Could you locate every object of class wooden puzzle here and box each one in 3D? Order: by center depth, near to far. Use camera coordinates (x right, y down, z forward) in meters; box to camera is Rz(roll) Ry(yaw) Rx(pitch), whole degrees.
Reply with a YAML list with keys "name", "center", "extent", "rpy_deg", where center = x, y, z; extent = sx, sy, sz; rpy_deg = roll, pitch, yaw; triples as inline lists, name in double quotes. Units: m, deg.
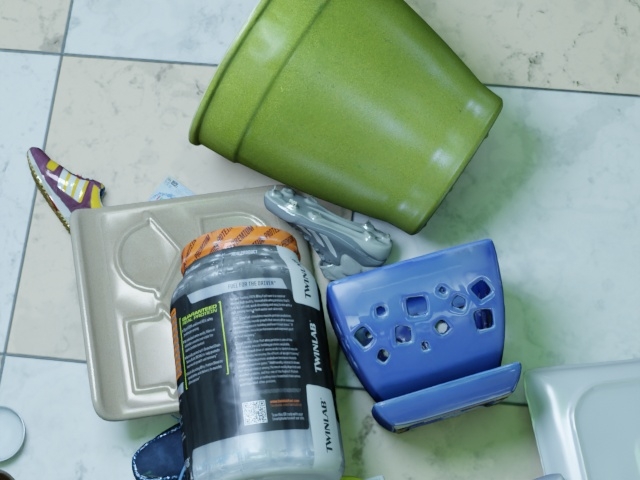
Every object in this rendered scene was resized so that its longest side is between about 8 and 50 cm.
- name: "wooden puzzle"
  center: [-0.176, 0.091, 1.828]
  extent: [0.348, 0.080, 0.322]
  rpy_deg: [-6, 70, -14]

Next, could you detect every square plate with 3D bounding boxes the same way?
- name: "square plate"
  center: [0.479, 0.317, 1.712]
  extent: [0.347, 0.049, 0.344]
  rpy_deg: [-6, 70, -8]

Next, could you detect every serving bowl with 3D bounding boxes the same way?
- name: "serving bowl"
  center: [-0.469, 0.284, 1.830]
  extent: [0.083, 0.027, 0.083]
  rpy_deg: [-1, 71, 4]

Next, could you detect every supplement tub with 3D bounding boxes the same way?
- name: "supplement tub"
  center: [-0.089, 0.165, 1.653]
  extent: [0.207, 0.207, 0.338]
  rpy_deg: [-9, 67, 1]

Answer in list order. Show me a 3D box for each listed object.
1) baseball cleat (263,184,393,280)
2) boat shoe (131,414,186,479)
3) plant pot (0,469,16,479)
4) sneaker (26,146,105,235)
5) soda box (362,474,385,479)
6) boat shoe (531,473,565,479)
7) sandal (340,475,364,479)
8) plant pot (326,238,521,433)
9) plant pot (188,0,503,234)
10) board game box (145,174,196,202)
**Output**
- name: "baseball cleat"
  center: [0.000, 0.000, 1.835]
  extent: [0.206, 0.072, 0.109]
  rpy_deg: [23, 117, -7]
- name: "boat shoe"
  center: [-0.151, 0.273, 1.779]
  extent: [0.258, 0.089, 0.109]
  rpy_deg: [-25, 72, -4]
- name: "plant pot"
  center: [-0.496, 0.421, 1.728]
  extent: [0.165, 0.167, 0.167]
  rpy_deg: [-20, 72, 6]
- name: "sneaker"
  center: [-0.380, -0.078, 1.927]
  extent: [0.084, 0.069, 0.185]
  rpy_deg: [-32, 79, -15]
- name: "soda box"
  center: [-0.005, 0.392, 1.741]
  extent: [0.216, 0.069, 0.074]
  rpy_deg: [-16, 73, 0]
- name: "boat shoe"
  center: [0.238, 0.409, 1.692]
  extent: [0.258, 0.095, 0.084]
  rpy_deg: [-37, 87, 19]
- name: "sandal"
  center: [0.039, 0.479, 1.640]
  extent: [0.126, 0.138, 0.317]
  rpy_deg: [-10, 98, -4]
- name: "plant pot"
  center: [0.147, 0.143, 1.733]
  extent: [0.236, 0.236, 0.212]
  rpy_deg: [-17, 79, -2]
- name: "plant pot"
  center: [0.057, -0.195, 1.805]
  extent: [0.353, 0.366, 0.366]
  rpy_deg: [34, 77, 2]
- name: "board game box"
  center: [-0.227, -0.040, 1.922]
  extent: [0.090, 0.020, 0.090]
  rpy_deg: [37, 78, 14]
